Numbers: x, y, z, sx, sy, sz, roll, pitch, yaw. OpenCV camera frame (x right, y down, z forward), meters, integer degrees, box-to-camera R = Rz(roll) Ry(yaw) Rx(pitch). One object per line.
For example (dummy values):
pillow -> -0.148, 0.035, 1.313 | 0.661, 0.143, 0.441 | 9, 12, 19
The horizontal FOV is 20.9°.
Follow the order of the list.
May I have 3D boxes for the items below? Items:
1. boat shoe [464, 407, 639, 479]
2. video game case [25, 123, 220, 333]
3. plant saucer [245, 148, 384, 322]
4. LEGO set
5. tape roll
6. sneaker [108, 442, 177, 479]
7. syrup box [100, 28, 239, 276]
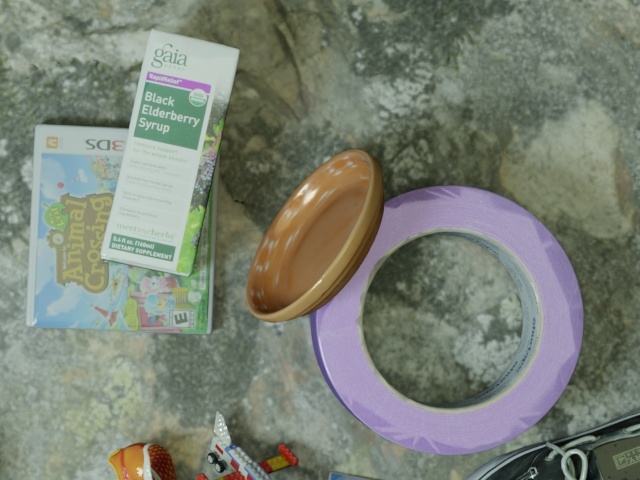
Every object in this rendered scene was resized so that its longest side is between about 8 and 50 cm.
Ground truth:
boat shoe -> 0.269, 0.258, 1.793 | 0.306, 0.105, 0.113 | -18, 89, -5
video game case -> -0.205, -0.012, 1.805 | 0.193, 0.023, 0.212 | 3, 88, -4
plant saucer -> 0.000, 0.000, 1.742 | 0.037, 0.200, 0.200 | 35, 86, -23
LEGO set -> -0.037, 0.268, 1.738 | 0.244, 0.182, 0.060 | 12, 124, -3
tape roll -> 0.129, 0.082, 1.797 | 0.275, 0.090, 0.275 | 0, 87, -4
sneaker -> -0.174, 0.293, 1.788 | 0.067, 0.064, 0.175 | -10, 93, 27
syrup box -> -0.151, -0.086, 1.754 | 0.093, 0.096, 0.237 | 12, 87, -4
